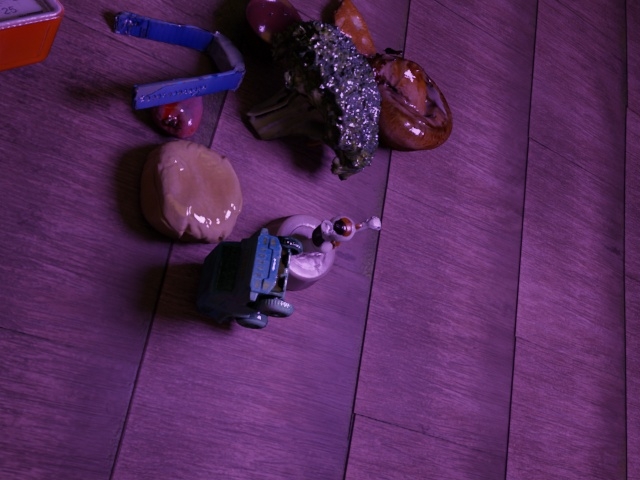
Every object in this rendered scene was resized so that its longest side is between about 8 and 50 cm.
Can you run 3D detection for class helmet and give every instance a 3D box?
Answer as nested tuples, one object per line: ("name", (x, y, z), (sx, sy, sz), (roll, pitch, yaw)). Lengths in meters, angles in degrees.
("helmet", (-0.125, -0.501, 1.600), (0.155, 0.106, 0.175), (7, 61, -25))

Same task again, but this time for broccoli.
("broccoli", (0.009, -0.325, 1.530), (0.249, 0.302, 0.375), (-48, 121, -34))

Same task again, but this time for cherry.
("cherry", (-0.305, -0.272, 1.433), (0.106, 0.087, 0.126), (58, 37, -4))

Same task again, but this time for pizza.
("pizza", (0.075, -0.542, 1.771), (0.182, 0.062, 0.161), (53, 49, -14))

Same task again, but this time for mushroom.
("mushroom", (0.206, -0.359, 1.713), (0.283, 0.195, 0.263), (55, 46, -27))

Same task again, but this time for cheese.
("cheese", (-0.265, -0.103, 1.395), (0.214, 0.117, 0.226), (9, 67, -36))

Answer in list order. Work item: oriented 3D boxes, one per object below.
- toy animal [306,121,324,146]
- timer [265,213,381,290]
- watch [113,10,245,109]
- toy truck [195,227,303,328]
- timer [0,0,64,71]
("toy animal", (0.028, -0.283, 1.655), (0.159, 0.083, 0.070), (-31, 87, -26))
("timer", (0.000, 0.000, 1.437), (0.175, 0.266, 0.175), (10, 71, -30))
("watch", (-0.288, -0.373, 1.424), (0.275, 0.068, 0.276), (4, 49, -32))
("toy truck", (-0.146, 0.080, 1.316), (0.156, 0.279, 0.155), (15, 69, -19))
("timer", (-0.653, -0.443, 1.223), (0.257, 0.161, 0.250), (-28, 84, -34))
